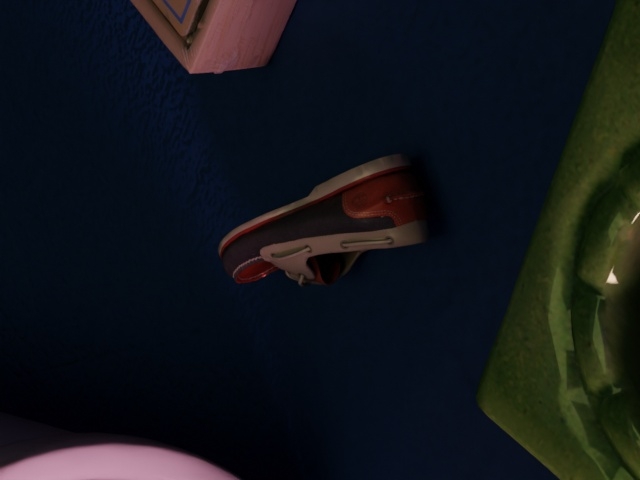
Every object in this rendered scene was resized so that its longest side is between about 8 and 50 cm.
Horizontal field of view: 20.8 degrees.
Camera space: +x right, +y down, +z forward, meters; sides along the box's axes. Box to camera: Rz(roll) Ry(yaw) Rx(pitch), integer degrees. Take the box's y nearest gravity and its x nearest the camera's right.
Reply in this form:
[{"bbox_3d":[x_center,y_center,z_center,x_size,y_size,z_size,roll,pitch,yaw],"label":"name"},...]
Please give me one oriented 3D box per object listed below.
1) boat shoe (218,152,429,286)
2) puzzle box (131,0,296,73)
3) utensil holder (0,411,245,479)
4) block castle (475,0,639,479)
[{"bbox_3d":[0.000,0.000,0.833,0.137,0.049,0.043,-26,82,46],"label":"boat shoe"},{"bbox_3d":[-0.047,-0.315,0.803,0.272,0.052,0.409,50,134,29],"label":"puzzle box"},{"bbox_3d":[-0.226,0.243,0.957,0.385,0.328,0.327,6,104,53],"label":"utensil holder"},{"bbox_3d":[0.149,-0.028,0.442,0.213,0.303,0.453,41,127,38],"label":"block castle"}]
